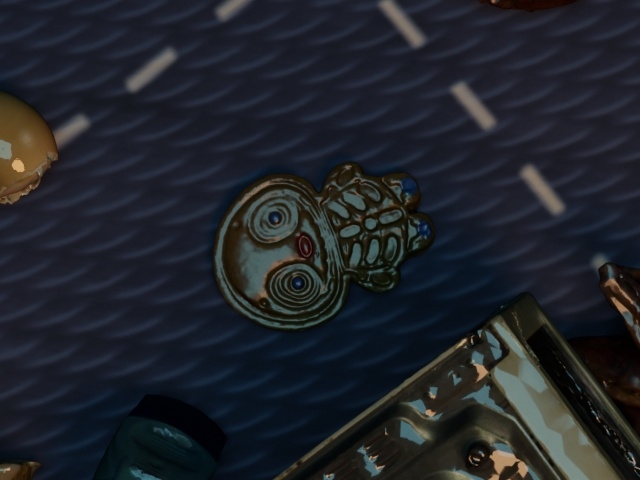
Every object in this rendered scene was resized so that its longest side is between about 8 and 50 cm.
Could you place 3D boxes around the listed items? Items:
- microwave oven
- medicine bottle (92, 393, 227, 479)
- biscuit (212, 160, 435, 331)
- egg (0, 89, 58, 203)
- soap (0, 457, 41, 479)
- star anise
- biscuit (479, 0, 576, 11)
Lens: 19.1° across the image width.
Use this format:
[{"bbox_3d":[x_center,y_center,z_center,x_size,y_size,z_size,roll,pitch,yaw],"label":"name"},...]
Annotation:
[{"bbox_3d":[0.139,0.256,1.309,0.286,0.218,0.355,-37,85,11],"label":"microwave oven"},{"bbox_3d":[-0.160,0.244,1.417,0.079,0.124,0.258,27,97,-1],"label":"medicine bottle"},{"bbox_3d":[0.000,0.000,1.475,0.175,0.026,0.124,-21,86,-2],"label":"biscuit"},{"bbox_3d":[-0.249,-0.076,1.453,0.080,0.080,0.096,-38,85,-4],"label":"egg"},{"bbox_3d":[-0.330,0.189,1.399,0.233,0.135,0.076,3,84,0],"label":"soap"},{"bbox_3d":[0.299,0.108,1.422,0.272,0.102,0.272,9,120,17],"label":"star anise"},{"bbox_3d":[0.163,-0.271,1.493,0.192,0.049,0.192,1,80,-6],"label":"biscuit"}]
